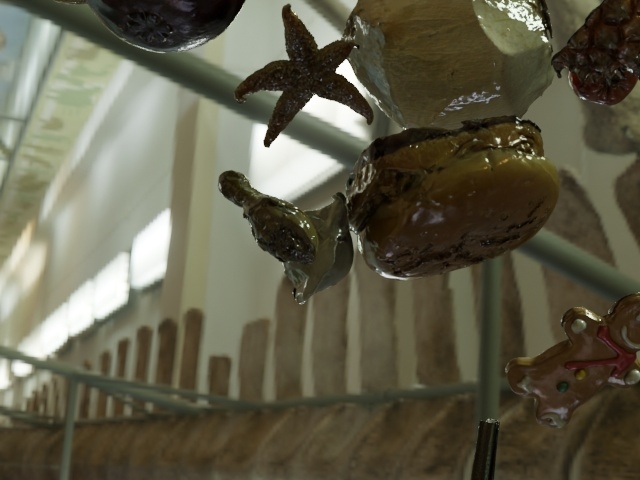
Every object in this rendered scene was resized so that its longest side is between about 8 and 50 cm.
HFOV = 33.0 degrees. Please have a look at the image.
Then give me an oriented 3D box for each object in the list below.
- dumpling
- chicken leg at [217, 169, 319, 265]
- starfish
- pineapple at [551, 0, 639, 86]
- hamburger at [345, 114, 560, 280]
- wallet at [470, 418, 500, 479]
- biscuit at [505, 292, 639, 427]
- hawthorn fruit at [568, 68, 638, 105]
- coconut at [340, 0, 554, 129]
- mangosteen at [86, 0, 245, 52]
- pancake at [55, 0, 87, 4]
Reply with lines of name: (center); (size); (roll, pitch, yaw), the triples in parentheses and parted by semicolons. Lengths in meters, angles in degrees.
dumpling: (0.000, 0.000, 1.508); (0.188, 0.108, 0.127); (-70, -179, -46)
chicken leg: (-0.073, -0.039, 1.385); (0.198, 0.085, 0.069); (42, -66, 41)
starfish: (-0.028, -0.250, 1.771); (0.231, 0.295, 0.048); (-37, -132, 10)
pineapple: (0.523, -0.267, 1.590); (0.262, 0.272, 0.262); (-46, 173, -7)
hamburger: (0.188, -0.064, 1.578); (0.284, 0.305, 0.174); (94, -23, -65)
wallet: (0.328, 0.482, 2.172); (0.133, 0.039, 0.243); (27, 72, -69)
biscuit: (0.522, 0.222, 2.058); (0.340, 0.216, 0.047); (-35, -155, 17)
hawthorn fruit: (0.504, -0.312, 1.935); (0.125, 0.125, 0.140); (129, -43, -55)
coconut: (0.215, -0.347, 1.897); (0.346, 0.360, 0.346); (-11, 90, -82)
mangosteen: (-0.208, -0.389, 1.447); (0.235, 0.236, 0.261); (138, -37, -61)
pancake: (-0.446, -0.478, 2.084); (0.151, 0.152, 0.025); (-124, -149, -61)
